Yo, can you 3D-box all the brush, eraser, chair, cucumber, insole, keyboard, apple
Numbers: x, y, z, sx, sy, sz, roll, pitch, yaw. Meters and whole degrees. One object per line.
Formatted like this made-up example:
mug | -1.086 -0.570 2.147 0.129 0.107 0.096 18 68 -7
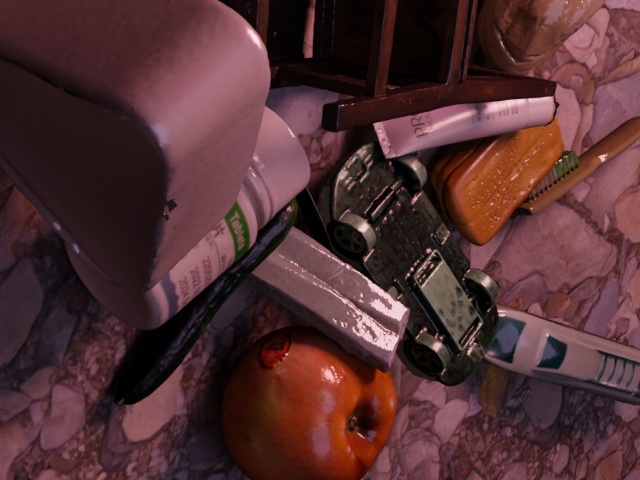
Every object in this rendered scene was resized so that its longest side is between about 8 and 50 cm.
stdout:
brush | 0.342 -0.108 2.248 0.282 0.054 0.048 -32 109 -35
eraser | -0.208 -0.136 1.470 0.150 0.331 0.331 -49 136 -24
chair | 0.085 -0.264 1.773 0.416 0.203 0.240 -14 113 -52
cucumber | -0.124 0.061 1.791 0.284 0.056 0.056 -50 138 -2
insole | 0.001 0.000 1.907 0.003 0.080 0.232 -30 133 -10
keyboard | -0.127 -0.197 1.723 0.310 0.018 0.101 -15 116 -43
apple | -0.012 0.192 1.906 0.209 0.164 0.209 -22 120 -43

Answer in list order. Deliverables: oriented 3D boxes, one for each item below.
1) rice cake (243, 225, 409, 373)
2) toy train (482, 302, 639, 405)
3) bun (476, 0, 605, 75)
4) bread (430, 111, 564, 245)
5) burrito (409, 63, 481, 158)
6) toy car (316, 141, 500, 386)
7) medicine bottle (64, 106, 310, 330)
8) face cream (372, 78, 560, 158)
rice cake | -0.001 0.051 1.855 0.226 0.040 0.085 35 67 -7
toy train | 0.337 0.161 2.331 0.407 0.088 0.086 18 94 -48
bun | 0.255 -0.280 2.027 0.113 0.166 0.173 46 55 -2
bread | 0.215 -0.097 2.094 0.200 0.077 0.116 -49 137 -19
burrito | 0.137 -0.140 2.022 0.185 0.041 0.045 -44 175 -27
toy car | 0.088 0.029 1.976 0.306 0.125 0.136 54 55 -21
medicine bottle | -0.128 -0.029 1.703 0.237 0.139 0.139 -40 132 -27
face cream | 0.162 -0.149 1.977 0.244 0.092 0.058 -10 158 -29
